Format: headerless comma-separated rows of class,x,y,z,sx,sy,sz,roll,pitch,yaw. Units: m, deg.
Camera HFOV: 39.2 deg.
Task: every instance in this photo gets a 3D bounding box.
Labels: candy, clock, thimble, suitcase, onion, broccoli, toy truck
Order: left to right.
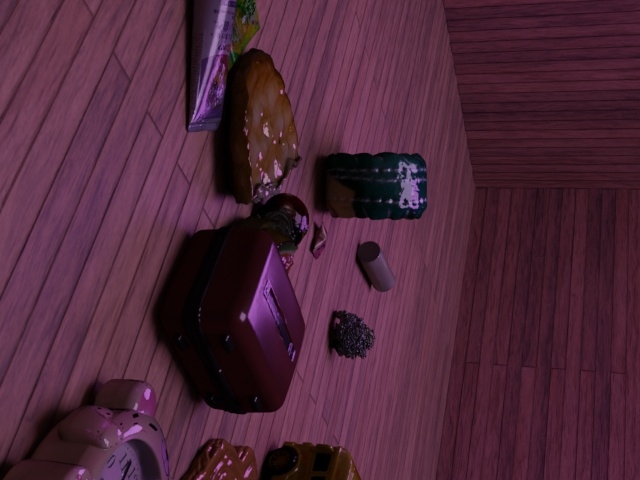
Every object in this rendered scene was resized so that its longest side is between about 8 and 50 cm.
clock,-0.292,0.352,1.187,0.309,0.114,0.284,-57,142,-60
candy,-0.154,-0.396,1.668,0.178,0.032,0.102,-67,152,-48
suitcase,-0.142,0.139,1.547,0.297,0.161,0.236,71,26,-44
onion,-0.077,-0.040,1.828,0.117,0.118,0.118,-59,171,20
toy truck,-0.027,0.602,1.812,0.405,0.254,0.181,-71,151,-49
broccoli,0.085,0.247,2.380,0.204,0.122,0.118,9,98,-86
thimble,0.141,-0.137,2.232,0.288,0.254,0.167,-13,105,-72

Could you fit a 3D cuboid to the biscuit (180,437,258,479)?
biscuit,-0.189,0.501,1.616,0.376,0.051,0.269,-38,126,-66

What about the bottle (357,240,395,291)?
bottle,0.162,0.077,2.607,0.201,0.072,0.072,60,36,-58

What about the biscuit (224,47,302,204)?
biscuit,-0.111,-0.196,1.759,0.335,0.078,0.329,44,47,-66

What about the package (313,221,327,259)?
package,0.000,0.000,2.178,0.059,0.029,0.083,69,39,-65

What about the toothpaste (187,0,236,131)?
toothpaste,-0.186,-0.335,1.537,0.114,0.073,0.299,-27,125,-69

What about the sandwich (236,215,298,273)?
sandwich,-0.123,0.043,1.709,0.185,0.109,0.160,-18,129,-73
